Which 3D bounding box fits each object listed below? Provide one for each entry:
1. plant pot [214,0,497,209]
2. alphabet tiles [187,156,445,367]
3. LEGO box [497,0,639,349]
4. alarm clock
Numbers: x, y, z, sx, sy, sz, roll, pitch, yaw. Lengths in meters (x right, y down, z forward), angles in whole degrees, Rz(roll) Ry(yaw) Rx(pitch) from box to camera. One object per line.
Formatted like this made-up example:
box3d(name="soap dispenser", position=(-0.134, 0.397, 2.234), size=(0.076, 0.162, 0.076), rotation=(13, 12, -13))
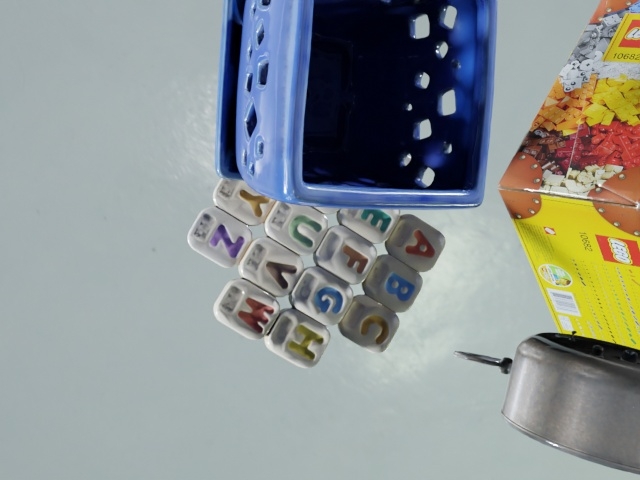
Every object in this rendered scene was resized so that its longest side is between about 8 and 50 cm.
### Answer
box3d(name="plant pot", position=(0.020, -0.154, 1.052), size=(0.235, 0.212, 0.236), rotation=(1, 95, -32))
box3d(name="alphabet tiles", position=(0.000, 0.000, 1.234), size=(0.278, 0.021, 0.284), rotation=(32, 83, -13))
box3d(name="LEGO box", position=(0.469, -0.038, 1.460), size=(0.373, 0.193, 0.500), rotation=(-58, 138, -25))
box3d(name="alarm clock", position=(0.161, 0.089, 0.629), size=(0.129, 0.192, 0.064), rotation=(8, 93, -49))
